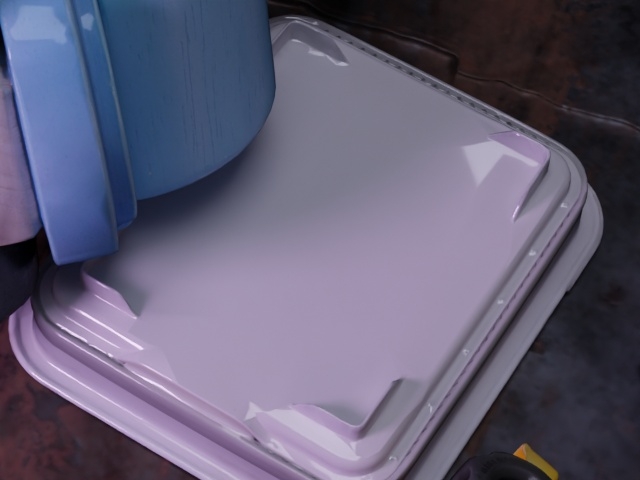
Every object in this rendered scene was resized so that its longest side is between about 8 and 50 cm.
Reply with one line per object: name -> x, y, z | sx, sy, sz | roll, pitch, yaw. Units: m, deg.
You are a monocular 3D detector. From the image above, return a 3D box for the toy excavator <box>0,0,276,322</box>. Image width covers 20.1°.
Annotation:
toy excavator -> -0.090, -0.175, 1.113 | 0.445, 0.222, 0.433 | -11, 39, -9

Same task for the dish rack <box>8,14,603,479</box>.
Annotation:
dish rack -> 0.000, 0.000, 1.115 | 0.285, 0.072, 0.333 | 29, 58, 13

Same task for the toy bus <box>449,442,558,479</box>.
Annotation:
toy bus -> 0.106, 0.236, 0.892 | 0.211, 0.149, 0.220 | 34, 36, 9
